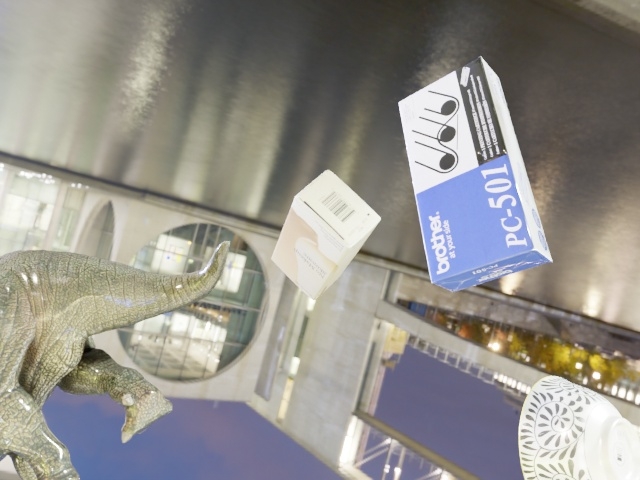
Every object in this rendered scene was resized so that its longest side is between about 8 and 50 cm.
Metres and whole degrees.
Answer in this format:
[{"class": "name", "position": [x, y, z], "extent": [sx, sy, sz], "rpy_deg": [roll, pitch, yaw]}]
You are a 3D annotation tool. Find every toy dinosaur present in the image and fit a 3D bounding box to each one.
[{"class": "toy dinosaur", "position": [-0.193, 0.082, 0.316], "extent": [0.160, 0.313, 0.121], "rpy_deg": [51, -159, 4]}]

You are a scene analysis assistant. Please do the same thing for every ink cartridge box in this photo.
[{"class": "ink cartridge box", "position": [0.140, -0.064, 0.511], "extent": [0.097, 0.207, 0.046], "rpy_deg": [-23, 150, 34]}]

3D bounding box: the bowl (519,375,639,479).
[{"class": "bowl", "position": [0.315, 0.243, 0.619], "extent": [0.170, 0.170, 0.080], "rpy_deg": [16, 159, -33]}]

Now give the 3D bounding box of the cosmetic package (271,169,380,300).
[{"class": "cosmetic package", "position": [0.000, 0.000, 0.448], "extent": [0.060, 0.041, 0.115], "rpy_deg": [43, 151, 10]}]
